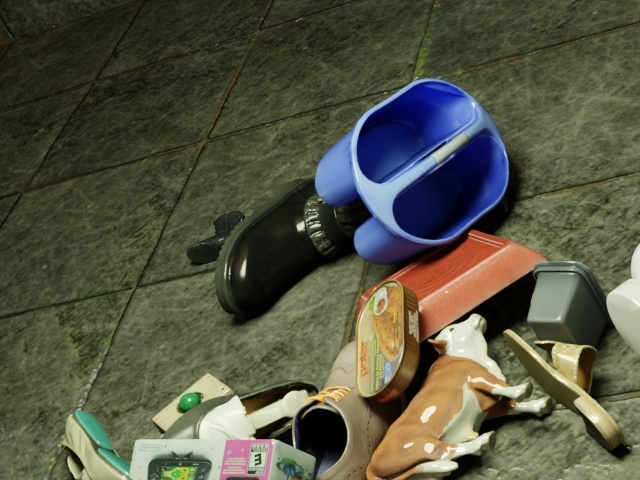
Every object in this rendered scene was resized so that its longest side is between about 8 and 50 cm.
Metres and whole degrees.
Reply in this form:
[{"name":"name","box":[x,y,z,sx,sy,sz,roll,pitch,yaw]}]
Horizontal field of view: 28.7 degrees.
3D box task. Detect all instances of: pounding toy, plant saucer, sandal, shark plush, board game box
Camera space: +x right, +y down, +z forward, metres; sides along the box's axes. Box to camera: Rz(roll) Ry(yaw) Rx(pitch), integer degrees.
[{"name":"pounding toy","box":[-0.173,0.277,1.827,0.130,0.141,0.100,-39,33,-19]},{"name":"plant saucer","box":[0.181,0.062,1.890,0.258,0.048,0.259,-32,11,-7]},{"name":"sandal","box":[0.339,0.176,1.639,0.079,0.088,0.240,-34,39,-5]},{"name":"shark plush","box":[0.282,-0.089,2.139,0.067,0.073,0.161,-46,52,5]},{"name":"board game box","box":[-0.142,0.403,1.541,0.224,0.097,0.303,-6,66,32]}]

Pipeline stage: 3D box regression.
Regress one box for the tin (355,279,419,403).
[{"name":"tin","box":[0.092,0.140,1.729,0.106,0.040,0.190,-37,34,35]}]

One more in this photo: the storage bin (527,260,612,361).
[{"name":"storage bin","box":[0.331,0.105,1.715,0.098,0.135,0.091,0,50,37]}]

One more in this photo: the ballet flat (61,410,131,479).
[{"name":"ballet flat","box":[-0.342,0.348,1.930,0.086,0.086,0.248,-36,30,-14]}]

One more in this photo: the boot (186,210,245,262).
[{"name":"boot","box":[-0.193,-0.010,2.365,0.121,0.045,0.099,-15,35,7]}]

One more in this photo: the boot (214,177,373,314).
[{"name":"boot","box":[-0.001,-0.004,2.124,0.260,0.131,0.348,1,41,39]}]

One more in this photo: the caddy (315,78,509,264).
[{"name":"caddy","box":[0.158,-0.115,1.999,0.341,0.241,0.179,-37,3,-40]}]

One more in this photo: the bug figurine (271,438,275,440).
[{"name":"bug figurine","box":[-0.124,0.395,1.682,0.216,0.072,0.279,-22,32,10]}]

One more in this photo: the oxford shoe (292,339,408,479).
[{"name":"oxford shoe","box":[0.037,0.243,1.723,0.130,0.133,0.364,-16,32,19]}]

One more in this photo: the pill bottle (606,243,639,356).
[{"name":"pill bottle","box":[0.533,0.027,1.616,0.323,0.181,0.181,-34,31,-11]}]

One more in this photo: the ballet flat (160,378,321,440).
[{"name":"ballet flat","box":[-0.107,0.253,1.766,0.280,0.095,0.096,-23,-2,-42]}]

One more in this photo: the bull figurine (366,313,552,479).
[{"name":"bull figurine","box":[0.186,0.227,1.664,0.188,0.101,0.310,4,42,39]}]
